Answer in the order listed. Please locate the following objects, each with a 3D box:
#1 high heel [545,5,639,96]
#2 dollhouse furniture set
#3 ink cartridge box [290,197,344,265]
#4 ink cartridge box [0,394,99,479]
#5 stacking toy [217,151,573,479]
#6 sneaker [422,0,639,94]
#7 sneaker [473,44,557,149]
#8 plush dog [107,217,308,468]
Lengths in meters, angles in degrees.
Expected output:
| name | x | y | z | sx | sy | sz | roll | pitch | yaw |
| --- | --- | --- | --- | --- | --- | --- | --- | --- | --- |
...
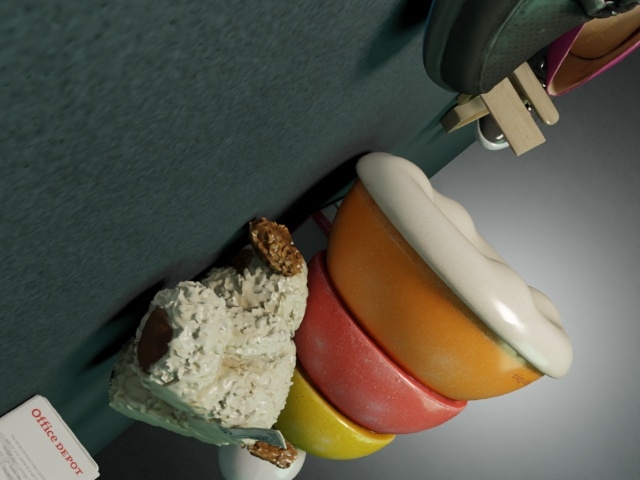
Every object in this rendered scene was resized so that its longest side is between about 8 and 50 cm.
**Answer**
| name | x | y | z | sx | sy | sz | roll | pitch | yaw |
| --- | --- | --- | --- | --- | --- | --- | --- | --- | --- |
| high heel | 0.418 | -0.301 | 0.804 | 0.181 | 0.127 | 0.377 | -61 | -178 | -9 |
| dollhouse furniture set | 0.281 | -0.181 | 1.000 | 0.144 | 0.123 | 0.151 | -27 | 174 | -23 |
| ink cartridge box | 0.000 | 0.000 | 0.984 | 0.109 | 0.063 | 0.150 | -43 | 174 | 29 |
| ink cartridge box | -0.288 | 0.221 | 0.581 | 0.135 | 0.099 | 0.056 | -34 | 172 | -49 |
| stacking toy | 0.033 | 0.157 | 0.828 | 0.480 | 0.350 | 0.350 | -44 | 175 | 12 |
| sneaker | 0.193 | -0.178 | 0.336 | 0.341 | 0.140 | 0.125 | -42 | 177 | 40 |
| sneaker | 0.381 | -0.284 | 1.116 | 0.296 | 0.104 | 0.147 | -45 | 175 | -15 |
| plush dog | -0.082 | 0.097 | 0.693 | 0.262 | 0.210 | 0.225 | -43 | -159 | 57 |
